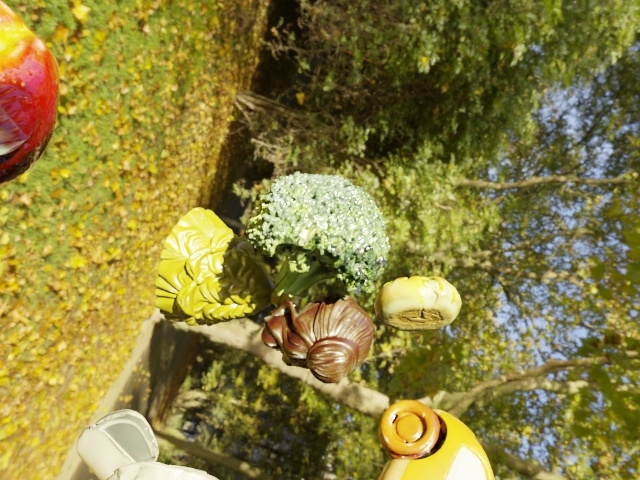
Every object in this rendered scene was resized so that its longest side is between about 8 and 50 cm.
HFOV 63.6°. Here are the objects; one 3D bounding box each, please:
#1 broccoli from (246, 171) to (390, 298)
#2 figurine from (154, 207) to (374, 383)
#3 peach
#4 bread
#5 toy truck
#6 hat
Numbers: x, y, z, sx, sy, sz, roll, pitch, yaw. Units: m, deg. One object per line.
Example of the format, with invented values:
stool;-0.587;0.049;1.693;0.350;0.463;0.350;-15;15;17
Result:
broccoli;0.001;-0.002;0.702;0.226;0.198;0.176;-45;160;-42
figurine;-0.069;0.093;0.758;0.187;0.315;0.168;-70;161;5
peach;-0.693;-0.280;1.009;0.406;0.310;0.335;-58;156;17
bread;0.242;0.155;1.293;0.213;0.213;0.104;117;-22;-48
toy truck;0.142;0.373;0.669;0.288;0.212;0.204;-48;141;-31
hat;-0.281;0.392;0.803;0.161;0.275;0.232;-46;148;-38
